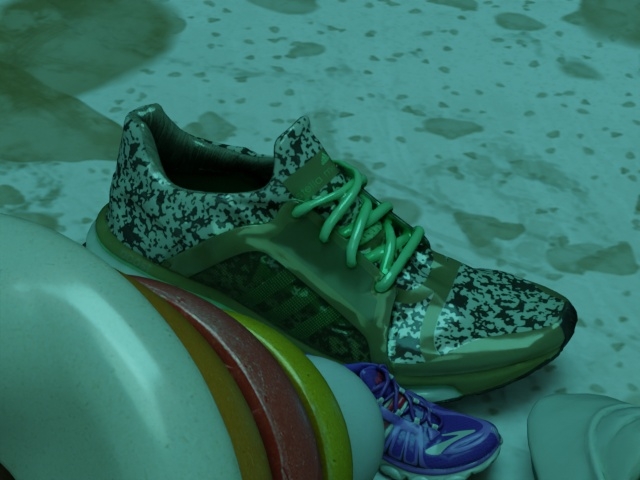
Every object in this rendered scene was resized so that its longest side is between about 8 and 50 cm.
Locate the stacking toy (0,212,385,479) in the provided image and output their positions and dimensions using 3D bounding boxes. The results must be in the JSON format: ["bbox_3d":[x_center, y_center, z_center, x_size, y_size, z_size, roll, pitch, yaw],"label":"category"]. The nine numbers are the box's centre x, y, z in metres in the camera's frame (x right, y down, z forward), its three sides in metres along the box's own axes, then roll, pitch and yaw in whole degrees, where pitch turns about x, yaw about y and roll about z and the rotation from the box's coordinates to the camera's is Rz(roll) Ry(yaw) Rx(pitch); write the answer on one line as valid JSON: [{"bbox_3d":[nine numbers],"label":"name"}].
[{"bbox_3d":[-0.087,0.145,1.166,0.350,0.351,0.480,25,16,27],"label":"stacking toy"}]

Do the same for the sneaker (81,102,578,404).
[{"bbox_3d":[0.000,0.000,1.471,0.410,0.182,0.158,13,36,12],"label":"sneaker"}]

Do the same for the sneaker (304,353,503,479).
[{"bbox_3d":[0.050,0.128,1.393,0.169,0.071,0.068,14,36,12],"label":"sneaker"}]

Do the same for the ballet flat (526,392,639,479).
[{"bbox_3d":[0.243,0.204,1.248,0.139,0.139,0.400,-2,36,-9],"label":"ballet flat"}]
